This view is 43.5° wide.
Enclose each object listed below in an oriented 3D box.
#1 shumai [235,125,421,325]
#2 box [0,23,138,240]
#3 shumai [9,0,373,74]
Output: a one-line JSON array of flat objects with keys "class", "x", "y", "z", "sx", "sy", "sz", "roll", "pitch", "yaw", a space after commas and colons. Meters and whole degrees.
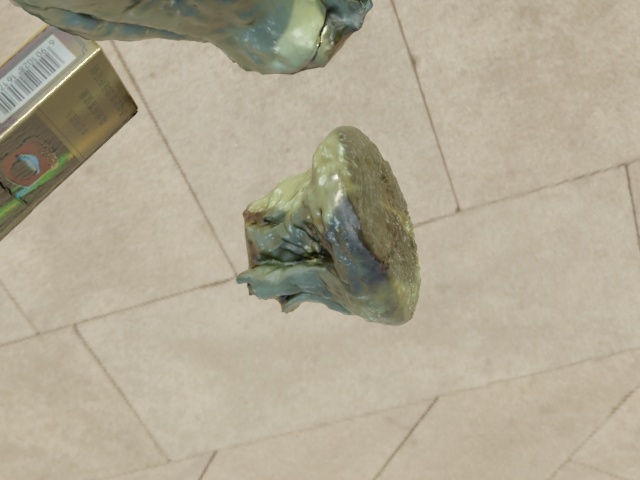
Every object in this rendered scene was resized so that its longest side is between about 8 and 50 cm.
[{"class": "shumai", "x": 0.000, "y": 0.000, "z": 1.529, "sx": 0.323, "sy": 0.324, "sz": 0.397, "roll": -14, "pitch": 124, "yaw": 23}, {"class": "box", "x": -0.311, "y": -0.106, "z": 0.832, "sx": 0.071, "sy": 0.159, "sz": 0.240, "roll": 43, "pitch": 82, "yaw": 9}, {"class": "shumai", "x": -0.084, "y": -0.202, "z": 0.570, "sx": 0.225, "sy": 0.260, "sz": 0.222, "roll": -21, "pitch": 105, "yaw": 52}]
